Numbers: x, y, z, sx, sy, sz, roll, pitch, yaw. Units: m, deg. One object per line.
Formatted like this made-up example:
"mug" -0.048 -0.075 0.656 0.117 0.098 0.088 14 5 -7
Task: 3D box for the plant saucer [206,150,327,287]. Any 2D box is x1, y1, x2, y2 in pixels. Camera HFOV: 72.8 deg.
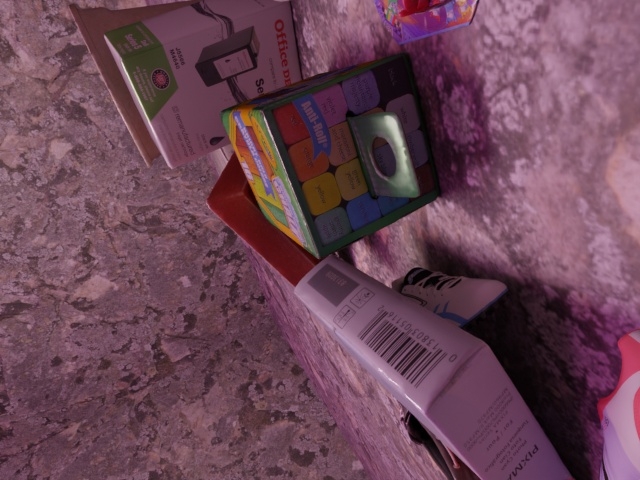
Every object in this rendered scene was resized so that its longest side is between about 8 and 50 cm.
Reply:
"plant saucer" -0.060 -0.062 0.787 0.259 0.047 0.259 46 -148 -26

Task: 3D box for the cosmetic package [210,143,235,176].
"cosmetic package" -0.240 -0.256 1.266 0.153 0.129 0.296 64 166 5

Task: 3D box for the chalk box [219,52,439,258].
"chalk box" 0.014 -0.107 0.539 0.289 0.179 0.180 33 146 64

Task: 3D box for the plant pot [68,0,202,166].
"plant pot" -0.308 -0.375 0.951 0.334 0.305 0.334 56 163 27

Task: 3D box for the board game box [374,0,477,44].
"board game box" 0.072 -0.249 0.390 0.168 0.033 0.133 33 146 63

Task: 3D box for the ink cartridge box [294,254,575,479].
"ink cartridge box" 0.152 0.213 0.577 0.385 0.091 0.308 54 168 -26

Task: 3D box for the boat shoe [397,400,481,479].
"boat shoe" 0.208 0.360 0.821 0.112 0.095 0.335 67 165 -11

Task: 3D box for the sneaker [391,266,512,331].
"sneaker" 0.150 0.073 0.561 0.086 0.085 0.237 58 164 2

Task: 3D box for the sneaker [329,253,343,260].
"sneaker" 0.000 0.000 0.984 0.281 0.106 0.163 53 -149 -50

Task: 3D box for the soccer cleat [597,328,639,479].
"soccer cleat" 0.271 0.179 0.363 0.095 0.082 0.248 -101 -4 -51

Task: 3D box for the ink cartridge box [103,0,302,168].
"ink cartridge box" -0.174 -0.275 0.726 0.115 0.272 0.199 49 160 37
